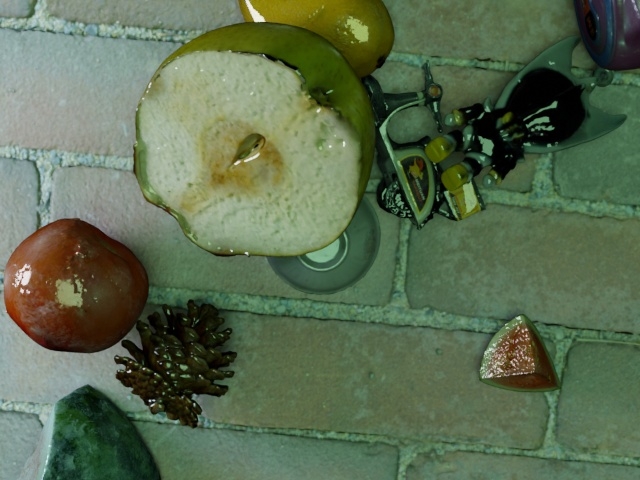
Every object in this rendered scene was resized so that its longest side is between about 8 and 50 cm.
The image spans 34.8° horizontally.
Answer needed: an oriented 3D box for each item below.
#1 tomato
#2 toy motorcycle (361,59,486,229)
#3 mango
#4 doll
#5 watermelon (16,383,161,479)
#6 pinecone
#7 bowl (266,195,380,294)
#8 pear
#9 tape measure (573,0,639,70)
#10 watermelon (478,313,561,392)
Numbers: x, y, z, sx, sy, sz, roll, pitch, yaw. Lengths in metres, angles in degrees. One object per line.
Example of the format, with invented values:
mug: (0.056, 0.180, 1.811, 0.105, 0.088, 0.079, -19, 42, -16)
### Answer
tomato: (-0.369, 0.075, 1.525, 0.208, 0.208, 0.184, 39, 99, -6)
toy motorcycle: (0.135, -0.143, 1.551, 0.157, 0.091, 0.263, -24, 100, -4)
mango: (-0.010, -0.332, 1.508, 0.262, 0.109, 0.157, 33, 105, 14)
doll: (0.308, -0.176, 1.515, 0.316, 0.103, 0.145, -29, 62, -16)
watermelon: (-0.394, 0.417, 1.591, 0.213, 0.289, 0.320, -9, 115, 31)
pinecone: (-0.217, 0.183, 1.569, 0.179, 0.150, 0.195, 33, 97, -5)
bowl: (0.000, 0.000, 1.573, 0.189, 0.086, 0.189, 0, 98, 1)
pear: (-0.076, -0.158, 1.463, 0.340, 0.191, 0.386, 47, 135, -14)
tape measure: (0.444, -0.363, 1.434, 0.149, 0.245, 0.232, -13, 83, 1)
watermelon: (0.329, 0.196, 1.601, 0.135, 0.094, 0.125, 32, 90, -9)
